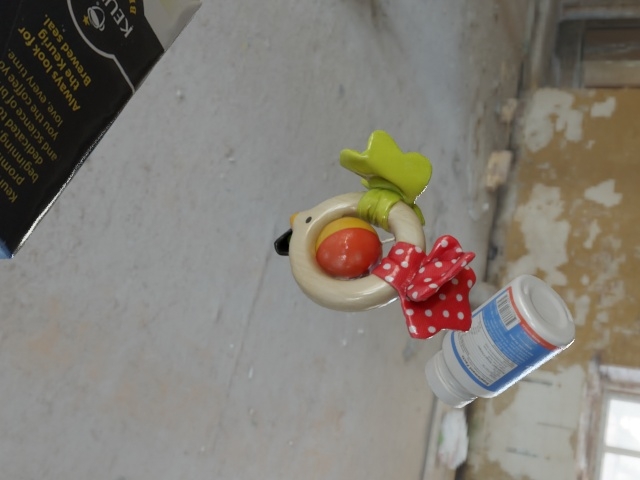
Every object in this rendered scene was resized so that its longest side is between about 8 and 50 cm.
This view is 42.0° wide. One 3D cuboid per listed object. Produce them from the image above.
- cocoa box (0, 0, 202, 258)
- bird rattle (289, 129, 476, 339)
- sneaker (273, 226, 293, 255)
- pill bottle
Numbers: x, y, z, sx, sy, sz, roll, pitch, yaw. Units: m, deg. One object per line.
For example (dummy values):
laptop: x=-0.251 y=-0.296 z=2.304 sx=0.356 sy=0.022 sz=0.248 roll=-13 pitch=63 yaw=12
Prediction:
cocoa box: x=-0.269 y=-0.180 z=0.411 sx=0.347 sy=0.231 sz=0.228 roll=59 pitch=42 yaw=-39
bird rattle: x=0.067 y=0.014 z=0.988 sx=0.143 sy=0.207 sz=0.253 roll=61 pitch=13 yaw=-60
sneaker: x=0.000 y=0.000 z=1.237 sx=0.078 sy=0.188 sz=0.067 roll=-25 pitch=99 yaw=-39
pill bottle: x=0.264 y=0.160 z=1.261 sx=0.124 sy=0.221 sz=0.124 roll=27 pitch=39 yaw=-24
